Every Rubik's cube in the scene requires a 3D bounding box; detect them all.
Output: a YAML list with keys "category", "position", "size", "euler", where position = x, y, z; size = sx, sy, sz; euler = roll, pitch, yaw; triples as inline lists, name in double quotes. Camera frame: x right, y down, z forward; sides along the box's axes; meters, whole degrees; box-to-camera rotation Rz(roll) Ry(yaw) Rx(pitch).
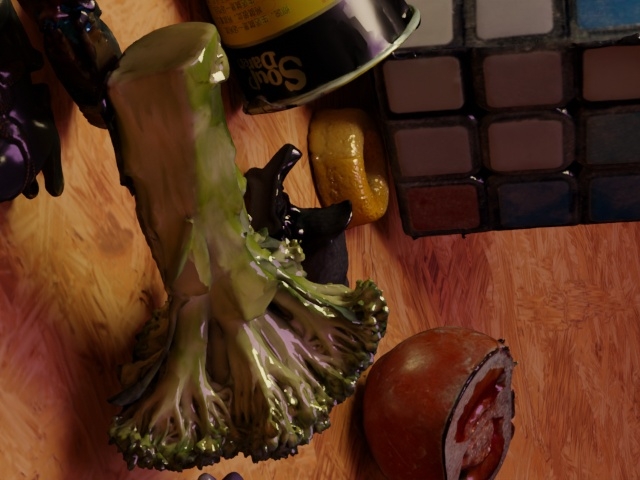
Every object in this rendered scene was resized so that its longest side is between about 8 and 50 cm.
- category: "Rubik's cube"
  position: [0.254, -0.244, 1.767]
  size: [0.363, 0.362, 0.359]
  euler: [74, 13, -53]

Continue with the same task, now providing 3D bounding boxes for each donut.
- category: "donut"
  position: [0.039, -0.090, 1.710]
  size: [0.152, 0.058, 0.152]
  euler: [-8, 90, -67]

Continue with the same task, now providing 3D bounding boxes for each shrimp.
- category: "shrimp"
  position: [-0.203, -0.200, 1.088]
  size: [0.290, 0.054, 0.222]
  euler: [118, -50, -84]

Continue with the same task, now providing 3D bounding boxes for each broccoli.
- category: "broccoli"
  position: [-0.078, -0.006, 1.137]
  size: [0.252, 0.221, 0.361]
  euler: [-22, 123, -47]

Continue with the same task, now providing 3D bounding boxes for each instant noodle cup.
- category: "instant noodle cup"
  position: [-0.041, -0.277, 1.456]
  size: [0.236, 0.215, 0.215]
  euler: [60, 29, -21]

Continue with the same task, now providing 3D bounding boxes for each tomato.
- category: "tomato"
  position: [0.127, 0.197, 1.661]
  size: [0.181, 0.155, 0.214]
  euler: [-45, 143, -44]

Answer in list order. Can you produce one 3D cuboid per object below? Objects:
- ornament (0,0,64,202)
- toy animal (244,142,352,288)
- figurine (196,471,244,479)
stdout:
- category: "ornament"
  position: [-0.265, -0.073, 0.981]
  size: [0.236, 0.080, 0.202]
  euler: [-59, 137, -56]
- category: "toy animal"
  position: [0.004, 0.001, 1.520]
  size: [0.210, 0.117, 0.121]
  euler: [48, 32, -47]
- category: "figurine"
  position: [-0.050, 0.383, 1.131]
  size: [0.248, 0.203, 0.381]
  euler: [41, 45, -60]
